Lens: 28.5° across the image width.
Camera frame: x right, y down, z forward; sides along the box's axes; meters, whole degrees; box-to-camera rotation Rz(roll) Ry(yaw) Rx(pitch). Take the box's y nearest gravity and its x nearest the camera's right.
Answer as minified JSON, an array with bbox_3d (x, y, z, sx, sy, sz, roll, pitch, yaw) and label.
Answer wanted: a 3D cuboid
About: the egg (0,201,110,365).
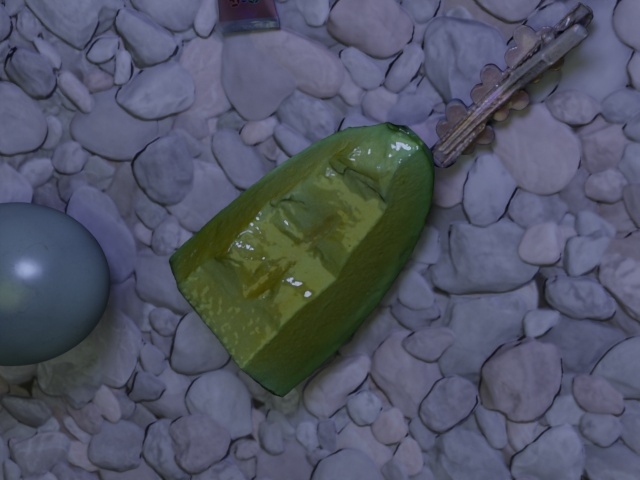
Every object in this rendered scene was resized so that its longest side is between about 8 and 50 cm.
[{"bbox_3d":[-0.355,0.050,1.416,0.264,0.183,0.183,-4,104,32],"label":"egg"}]

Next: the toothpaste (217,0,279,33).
[{"bbox_3d":[-0.088,-0.309,1.282,0.067,0.043,0.194,-2,110,20],"label":"toothpaste"}]

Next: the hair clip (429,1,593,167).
[{"bbox_3d":[0.179,-0.151,1.213,0.062,0.056,0.214,40,126,-11],"label":"hair clip"}]

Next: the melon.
[{"bbox_3d":[0.000,0.000,1.290,0.323,0.124,0.196,-43,88,20],"label":"melon"}]
